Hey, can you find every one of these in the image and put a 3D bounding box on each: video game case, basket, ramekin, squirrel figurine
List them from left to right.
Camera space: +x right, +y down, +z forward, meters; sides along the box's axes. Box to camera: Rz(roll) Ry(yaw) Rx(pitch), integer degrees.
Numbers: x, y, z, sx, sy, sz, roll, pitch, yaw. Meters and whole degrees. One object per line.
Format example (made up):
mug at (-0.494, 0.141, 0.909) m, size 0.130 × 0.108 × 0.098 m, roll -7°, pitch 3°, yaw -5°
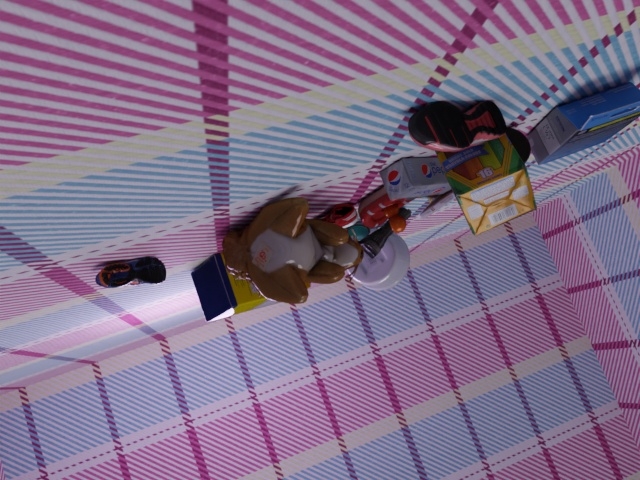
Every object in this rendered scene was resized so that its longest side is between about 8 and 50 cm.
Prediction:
squirrel figurine at (-0.075, 0.035, 1.675) m, size 0.397 × 0.280 × 0.371 m, roll -8°, pitch 177°, yaw 36°
ramekin at (0.237, 0.077, 2.428) m, size 0.277 × 0.277 × 0.135 m, roll -25°, pitch 161°, yaw 22°
video game case at (0.467, -0.177, 1.950) m, size 0.206 × 0.026 × 0.227 m, roll -37°, pitch -176°, yaw 45°
basket at (0.537, -0.237, 1.706) m, size 0.205 × 0.154 × 0.227 m, roll -4°, pitch 164°, yaw -7°

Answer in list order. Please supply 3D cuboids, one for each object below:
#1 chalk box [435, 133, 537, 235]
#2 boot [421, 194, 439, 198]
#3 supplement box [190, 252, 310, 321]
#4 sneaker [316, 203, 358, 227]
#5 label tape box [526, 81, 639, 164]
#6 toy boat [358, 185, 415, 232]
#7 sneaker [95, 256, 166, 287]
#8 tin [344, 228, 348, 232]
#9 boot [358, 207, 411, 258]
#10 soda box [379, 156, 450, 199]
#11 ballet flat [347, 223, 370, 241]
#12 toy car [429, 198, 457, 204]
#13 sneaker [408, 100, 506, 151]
chalk box at (0.421, -0.195, 1.481) m, size 0.180 × 0.288 × 0.179 m, roll -25°, pitch 136°, yaw 12°
boot at (0.389, -0.187, 1.932) m, size 0.158 × 0.059 × 0.085 m, roll -11°, pitch 161°, yaw -37°
supplement box at (-0.249, 0.142, 2.017) m, size 0.357 × 0.195 × 0.194 m, roll -10°, pitch 165°, yaw -42°
sneaker at (0.017, -0.062, 1.848) m, size 0.221 × 0.087 × 0.128 m, roll -32°, pitch 161°, yaw -2°
label tape box at (0.807, -0.367, 1.659) m, size 0.249 × 0.115 × 0.347 m, roll -20°, pitch 167°, yaw -6°
toy boat at (0.235, -0.094, 1.844) m, size 0.151 × 0.151 × 0.231 m, roll -12°, pitch 166°, yaw -38°
sneaker at (-0.539, 0.093, 1.587) m, size 0.087 × 0.083 × 0.221 m, roll -12°, pitch 172°, yaw 39°
tin at (0.023, -0.010, 2.204) m, size 0.190 × 0.040 × 0.106 m, roll -25°, pitch 173°, yaw 22°
boot at (0.266, -0.038, 2.243) m, size 0.229 × 0.091 × 0.263 m, roll -46°, pitch -174°, yaw -7°
soda box at (0.310, -0.189, 1.667) m, size 0.287 × 0.091 × 0.098 m, roll -10°, pitch 166°, yaw -44°
ballet flat at (0.126, -0.028, 2.264) m, size 0.213 × 0.072 × 0.068 m, roll -29°, pitch -166°, yaw 41°
toy car at (0.497, -0.171, 2.228) m, size 0.122 × 0.060 × 0.040 m, roll -28°, pitch 137°, yaw 4°
sneaker at (0.304, -0.244, 1.309) m, size 0.314 × 0.115 × 0.136 m, roll -12°, pitch 168°, yaw -38°
